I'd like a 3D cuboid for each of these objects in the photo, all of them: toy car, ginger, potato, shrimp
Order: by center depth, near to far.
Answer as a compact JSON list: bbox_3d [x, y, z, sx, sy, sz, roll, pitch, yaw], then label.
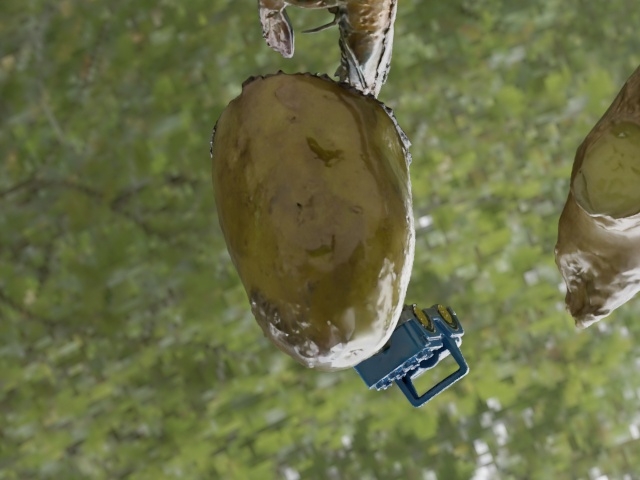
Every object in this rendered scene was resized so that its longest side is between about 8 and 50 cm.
[{"bbox_3d":[0.255,-0.056,1.318,0.219,0.123,0.270,-14,150,-52],"label":"ginger"},{"bbox_3d":[0.000,0.000,1.772,0.229,0.229,0.266,-16,-131,14],"label":"potato"},{"bbox_3d":[0.011,-0.215,1.847,0.144,0.251,0.052,-3,-136,4],"label":"shrimp"},{"bbox_3d":[0.111,0.137,2.104,0.097,0.100,0.191,-37,167,19],"label":"toy car"}]
